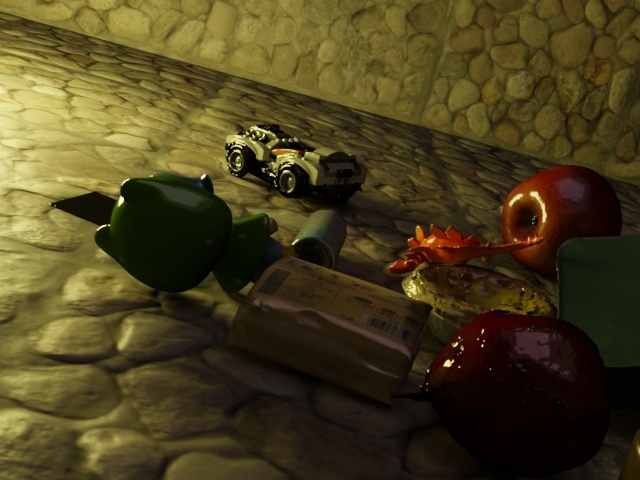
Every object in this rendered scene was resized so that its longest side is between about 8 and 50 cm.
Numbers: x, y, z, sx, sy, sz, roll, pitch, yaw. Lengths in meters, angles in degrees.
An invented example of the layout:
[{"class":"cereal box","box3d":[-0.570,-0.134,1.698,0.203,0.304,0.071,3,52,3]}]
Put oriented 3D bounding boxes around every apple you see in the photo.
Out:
[{"class":"apple","box3d":[0.461,-0.034,1.827,0.201,0.218,0.218,4,20,-31]}]

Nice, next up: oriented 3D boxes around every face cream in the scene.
[{"class":"face cream","box3d":[0.000,0.000,1.534,0.075,0.075,0.229,17,17,3]}]

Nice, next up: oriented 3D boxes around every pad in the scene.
[{"class":"pad","box3d":[-0.309,-0.036,1.493,0.190,0.004,0.127,21,18,16]}]

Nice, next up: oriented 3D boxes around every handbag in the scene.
[{"class":"handbag","box3d":[0.447,0.100,1.312,0.238,0.089,0.326,-6,29,19]}]

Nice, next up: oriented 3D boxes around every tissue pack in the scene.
[{"class":"tissue pack","box3d":[0.016,0.105,1.184,0.222,0.090,0.186,17,19,9]}]

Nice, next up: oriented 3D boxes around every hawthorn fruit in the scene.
[{"class":"hawthorn fruit","box3d":[0.195,0.165,1.035,0.235,0.181,0.181,1,19,-7]}]

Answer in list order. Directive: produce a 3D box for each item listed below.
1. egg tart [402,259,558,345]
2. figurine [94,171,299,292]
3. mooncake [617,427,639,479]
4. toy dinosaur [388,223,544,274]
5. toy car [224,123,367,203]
[{"class":"egg tart","box3d":[0.226,0.105,1.371,0.234,0.094,0.234,13,19,-4]},{"class":"figurine","box3d":[-0.156,-0.001,1.261,0.263,0.162,0.143,21,35,-26]},{"class":"mooncake","box3d":[0.398,0.278,0.846,0.284,0.155,0.284,11,19,-4]},{"class":"toy dinosaur","box3d":[0.202,0.014,1.487,0.117,0.070,0.288,31,-30,-33]},{"class":"toy car","box3d":[-0.063,-0.160,1.932,0.301,0.118,0.193,28,23,38]}]
